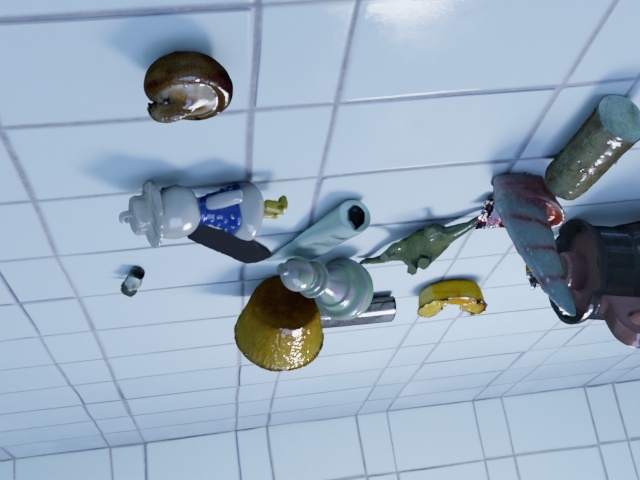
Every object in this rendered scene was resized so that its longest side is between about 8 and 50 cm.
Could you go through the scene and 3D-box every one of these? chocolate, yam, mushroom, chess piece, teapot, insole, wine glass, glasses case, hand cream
[{"bbox_3d":[0.402,-0.058,1.858,0.182,0.028,0.086,-5,132,-27],"label":"chocolate"},{"bbox_3d":[0.476,-0.155,1.591,0.093,0.093,0.259,-4,158,-12],"label":"yam"},{"bbox_3d":[-0.176,-0.203,1.218,0.127,0.087,0.127,-5,161,-2],"label":"mushroom"},{"bbox_3d":[-0.007,0.084,1.910,0.139,0.139,0.271,-21,156,27],"label":"chess piece"},{"bbox_3d":[0.704,0.099,1.971,0.361,0.376,0.306,2,125,-8],"label":"teapot"},{"bbox_3d":[-0.185,-0.004,1.804,0.110,0.012,0.309,-18,157,19],"label":"insole"},{"bbox_3d":[-0.396,0.083,1.908,0.039,0.042,0.083,14,144,-17],"label":"wine glass"},{"bbox_3d":[0.039,0.188,2.298,0.299,0.060,0.114,-5,160,-11],"label":"glasses case"},{"bbox_3d":[0.000,0.000,1.841,0.109,0.067,0.320,2,160,-27],"label":"hand cream"}]

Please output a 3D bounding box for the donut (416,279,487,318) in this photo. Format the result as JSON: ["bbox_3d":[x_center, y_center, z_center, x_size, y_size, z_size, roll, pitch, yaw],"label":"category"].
[{"bbox_3d":[0.334,0.146,2.300,0.181,0.078,0.146,-4,157,5],"label":"donut"}]

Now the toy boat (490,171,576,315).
[{"bbox_3d":[0.411,0.010,1.710,0.096,0.282,0.206,-29,151,37],"label":"toy boat"}]

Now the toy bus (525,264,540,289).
[{"bbox_3d":[0.533,0.068,2.180,0.069,0.074,0.162,-7,161,16],"label":"toy bus"}]

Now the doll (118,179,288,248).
[{"bbox_3d":[-0.203,-0.051,1.563,0.293,0.119,0.138,-6,164,-23],"label":"doll"}]

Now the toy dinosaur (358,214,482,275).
[{"bbox_3d":[0.220,0.008,1.906,0.363,0.076,0.147,-23,-172,25],"label":"toy dinosaur"}]

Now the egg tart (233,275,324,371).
[{"bbox_3d":[-0.086,0.184,2.077,0.215,0.215,0.171,-3,142,-15],"label":"egg tart"}]
